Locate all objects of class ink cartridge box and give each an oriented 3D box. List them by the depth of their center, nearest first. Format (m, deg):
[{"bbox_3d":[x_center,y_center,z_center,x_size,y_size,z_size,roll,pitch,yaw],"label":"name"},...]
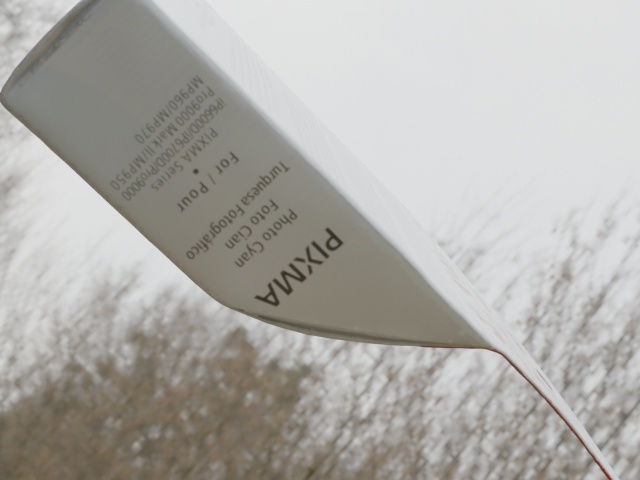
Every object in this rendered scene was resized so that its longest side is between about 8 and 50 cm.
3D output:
[{"bbox_3d":[0.000,0.000,0.763,0.385,0.091,0.308,46,6,-13],"label":"ink cartridge box"}]
